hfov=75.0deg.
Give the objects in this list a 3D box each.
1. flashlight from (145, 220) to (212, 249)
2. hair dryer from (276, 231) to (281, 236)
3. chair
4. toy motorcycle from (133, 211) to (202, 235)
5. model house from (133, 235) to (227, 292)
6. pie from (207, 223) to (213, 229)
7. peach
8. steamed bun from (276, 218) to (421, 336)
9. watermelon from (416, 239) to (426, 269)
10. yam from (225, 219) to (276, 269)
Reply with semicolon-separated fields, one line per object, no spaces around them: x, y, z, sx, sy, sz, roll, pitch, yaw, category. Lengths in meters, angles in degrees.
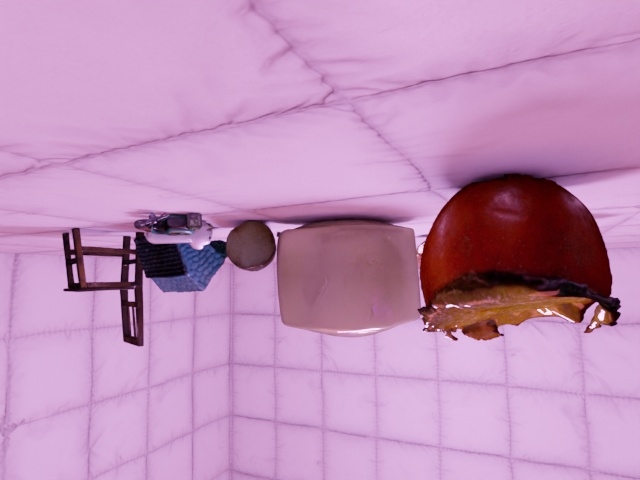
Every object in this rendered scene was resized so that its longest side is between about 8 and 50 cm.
-0.425;-0.019;1.255;0.200;0.093;0.047;2;-156;-40;flashlight
0.000;0.000;1.627;0.340;0.123;0.312;13;158;-24;hair dryer
-0.788;0.177;1.509;0.240;0.416;0.203;4;172;-43;chair
-0.420;-0.047;1.148;0.173;0.058;0.100;0;167;-22;toy motorcycle
-0.496;0.026;1.424;0.261;0.226;0.241;-8;134;34;model house
-0.391;-0.045;1.356;0.085;0.017;0.085;-2;174;0;pie
0.358;0.052;0.816;0.339;0.353;0.416;-26;-176;34;peach
0.096;0.116;1.298;0.455;0.371;0.290;-3;174;-10;steamed bun
0.530;0.030;1.772;0.303;0.159;0.128;-4;144;31;watermelon
-0.222;0.023;1.370;0.161;0.161;0.268;-1;174;-4;yam
